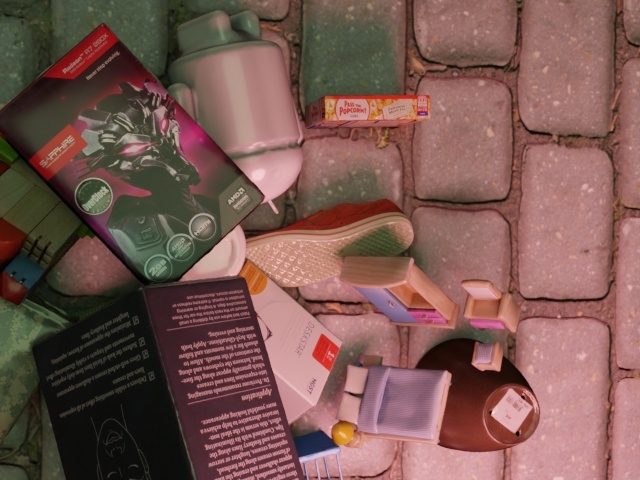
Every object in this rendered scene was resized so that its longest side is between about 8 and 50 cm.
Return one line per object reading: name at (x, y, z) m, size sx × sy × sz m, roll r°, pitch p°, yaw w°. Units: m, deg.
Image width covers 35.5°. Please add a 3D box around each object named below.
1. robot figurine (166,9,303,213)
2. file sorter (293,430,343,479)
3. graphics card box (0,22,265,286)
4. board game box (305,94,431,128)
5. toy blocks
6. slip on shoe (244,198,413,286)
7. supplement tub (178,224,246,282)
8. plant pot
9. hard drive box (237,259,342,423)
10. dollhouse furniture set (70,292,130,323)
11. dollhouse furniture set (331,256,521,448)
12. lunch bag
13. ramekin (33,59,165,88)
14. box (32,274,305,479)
robot figurine at (-0.143, -0.211, 1.715) m, size 0.300 × 0.200 × 0.353 m, roll -14°, pitch 93°, yaw -45°
file sorter at (-0.053, 0.422, 1.785) m, size 0.170 × 0.118 × 0.104 m, roll -11°, pitch 96°, yaw -14°
graphics card box at (-0.292, -0.120, 1.537) m, size 0.233 × 0.094 × 0.371 m, roll -43°, pitch 96°, yaw -10°
board game box at (0.083, -0.230, 1.800) m, size 0.194 × 0.147 × 0.045 m, roll -2°, pitch 91°, yaw -15°
toy blocks at (-0.538, -0.043, 1.547) m, size 0.381 × 0.191 × 0.261 m, roll 35°, pitch 41°, yaw -6°
slip on shoe at (0.000, 0.000, 1.811) m, size 0.331 × 0.101 × 0.123 m, roll -15°, pitch 129°, yaw -3°
supplement tub at (-0.211, 0.012, 1.699) m, size 0.144 × 0.200 × 0.144 m, roll 0°, pitch 91°, yaw -14°
plant pot at (0.298, 0.295, 1.815) m, size 0.215 × 0.230 × 0.215 m, roll 0°, pitch 90°, yaw -14°
hard drive box at (-0.094, 0.176, 1.738) m, size 0.232 × 0.181 × 0.089 m, roll 42°, pitch 125°, yaw -12°
dollhouse furniture set at (-0.288, 0.234, 1.705) m, size 0.198 × 0.151 × 0.301 m, roll -21°, pitch 95°, yaw -13°
dollhouse furniture set at (0.148, 0.207, 1.700) m, size 0.198 × 0.286 × 0.303 m, roll 40°, pitch 58°, yaw -46°
lunch bag at (-0.579, 0.158, 1.620) m, size 0.287 × 0.169 × 0.235 m, roll 31°, pitch 85°, yaw -11°
ramekin at (-0.374, -0.195, 1.694) m, size 0.273 × 0.127 × 0.272 m, roll 0°, pitch 90°, yaw -15°
box at (-0.221, 0.288, 1.484) m, size 0.212 × 0.293 × 0.395 m, roll -4°, pitch 73°, yaw -49°
